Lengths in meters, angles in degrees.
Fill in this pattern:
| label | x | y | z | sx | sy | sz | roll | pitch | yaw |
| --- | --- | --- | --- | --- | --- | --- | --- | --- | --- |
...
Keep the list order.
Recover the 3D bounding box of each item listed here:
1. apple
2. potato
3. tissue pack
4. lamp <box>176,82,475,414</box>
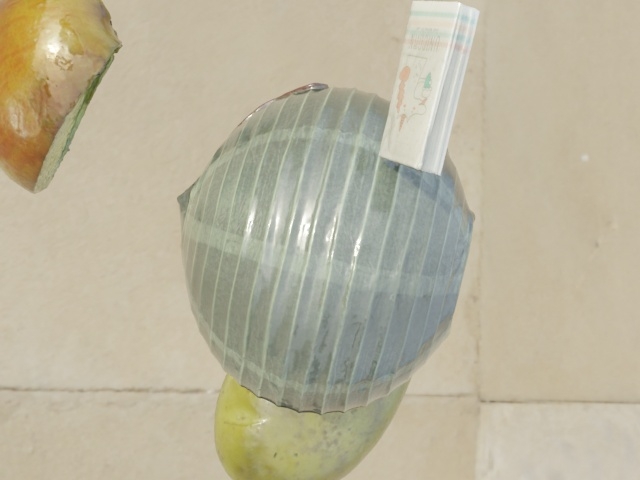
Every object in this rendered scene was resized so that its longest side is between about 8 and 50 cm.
| label | x | y | z | sx | sy | sz | roll | pitch | yaw |
| --- | --- | --- | --- | --- | --- | --- | --- | --- | --- |
| apple | -0.421 | -0.217 | 1.360 | 0.179 | 0.346 | 0.254 | 2 | 51 | -38 |
| potato | -0.005 | 0.146 | 0.929 | 0.197 | 0.149 | 0.228 | 22 | 89 | -54 |
| tissue pack | 0.069 | -0.100 | 0.596 | 0.023 | 0.056 | 0.108 | 7 | 102 | -30 |
| lamp | 0.000 | 0.000 | 0.722 | 0.233 | 0.233 | 0.265 | 16 | 88 | -40 |
